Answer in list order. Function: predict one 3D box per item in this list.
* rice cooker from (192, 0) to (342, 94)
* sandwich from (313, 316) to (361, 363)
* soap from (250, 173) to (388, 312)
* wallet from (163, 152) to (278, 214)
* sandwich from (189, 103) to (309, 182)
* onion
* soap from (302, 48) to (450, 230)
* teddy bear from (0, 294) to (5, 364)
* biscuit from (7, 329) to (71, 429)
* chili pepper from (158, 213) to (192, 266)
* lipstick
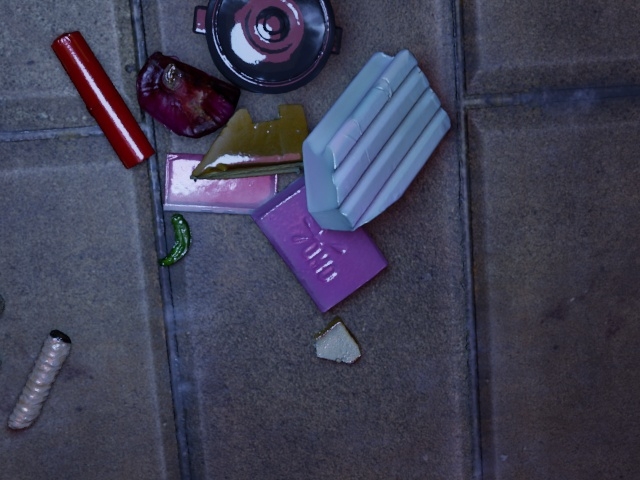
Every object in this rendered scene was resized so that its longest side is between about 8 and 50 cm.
[{"bbox_3d":[-0.101,-0.399,1.469,0.281,0.227,0.241,8,97,-11],"label":"rice cooker"},{"bbox_3d":[0.035,0.231,1.681,0.093,0.036,0.105,-40,104,-4],"label":"sandwich"},{"bbox_3d":[0.000,0.000,1.607,0.181,0.081,0.259,-35,108,-4],"label":"soap"},{"bbox_3d":[-0.205,-0.116,1.593,0.232,0.025,0.119,3,98,-11],"label":"wallet"},{"bbox_3d":[-0.145,-0.183,1.529,0.236,0.122,0.128,-7,78,-13],"label":"sandwich"},{"bbox_3d":[-0.264,-0.277,1.460,0.195,0.218,0.139,32,95,-1],"label":"onion"},{"bbox_3d":[0.099,-0.184,1.514,0.347,0.115,0.208,-54,126,-22],"label":"soap"},{"bbox_3d":[-0.718,0.214,1.494,0.182,0.129,0.251,9,96,-9],"label":"teddy bear"},{"bbox_3d":[-0.569,0.287,1.571,0.055,0.061,0.219,28,92,32],"label":"biscuit"},{"bbox_3d":[-0.294,0.002,1.593,0.056,0.035,0.117,19,104,0],"label":"chili pepper"},{"bbox_3d":[-0.425,-0.274,1.509,0.073,0.073,0.279,-31,102,-5],"label":"lipstick"}]
